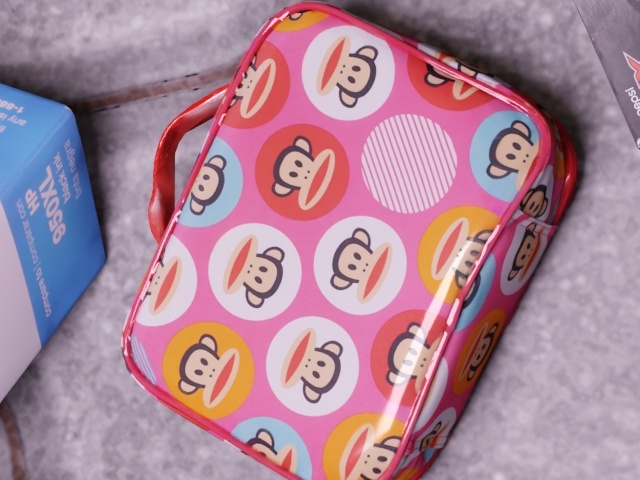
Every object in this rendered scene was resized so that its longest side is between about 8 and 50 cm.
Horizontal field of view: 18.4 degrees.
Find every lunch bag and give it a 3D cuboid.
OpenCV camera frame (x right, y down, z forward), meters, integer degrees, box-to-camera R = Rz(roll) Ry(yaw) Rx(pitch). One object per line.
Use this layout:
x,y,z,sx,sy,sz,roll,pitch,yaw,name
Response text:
0.000,0.000,1.291,0.258,0.120,0.293,29,96,20,lunch bag

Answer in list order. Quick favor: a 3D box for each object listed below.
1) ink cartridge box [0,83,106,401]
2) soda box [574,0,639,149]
-0.367,0.054,1.282,0.285,0.166,0.395,19,52,19,ink cartridge box
0.201,-0.142,1.269,0.060,0.053,0.169,-25,78,16,soda box
